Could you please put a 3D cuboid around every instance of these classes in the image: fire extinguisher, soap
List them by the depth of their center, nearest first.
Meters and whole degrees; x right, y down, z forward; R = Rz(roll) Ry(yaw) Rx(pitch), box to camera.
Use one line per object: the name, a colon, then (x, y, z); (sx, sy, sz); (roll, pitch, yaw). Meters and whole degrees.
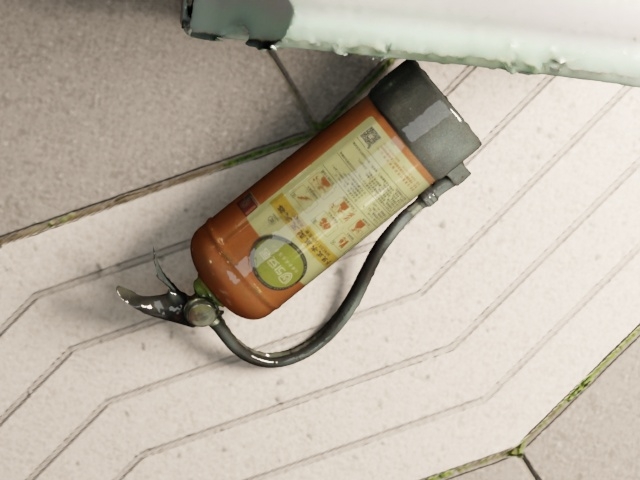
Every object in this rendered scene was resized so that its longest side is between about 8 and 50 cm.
soap: (0.095, -0.245, 1.837); (0.446, 0.261, 0.156); (5, 99, -5)
fire extinguisher: (-0.001, 0.001, 1.939); (0.376, 0.113, 0.200); (-37, 101, 6)
